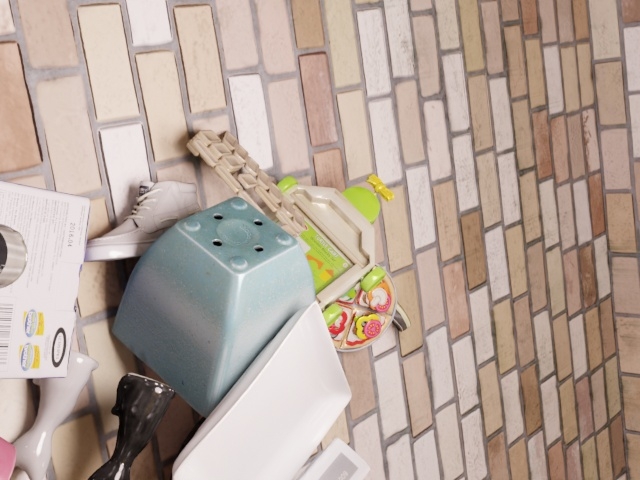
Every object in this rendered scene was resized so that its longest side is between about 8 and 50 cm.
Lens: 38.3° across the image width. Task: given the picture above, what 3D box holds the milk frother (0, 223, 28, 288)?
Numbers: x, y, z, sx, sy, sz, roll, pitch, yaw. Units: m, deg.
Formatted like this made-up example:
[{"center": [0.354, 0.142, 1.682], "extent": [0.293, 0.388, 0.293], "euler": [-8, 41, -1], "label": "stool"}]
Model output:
[{"center": [-0.433, -0.003, 1.076], "extent": [0.129, 0.135, 0.143], "euler": [-25, 88, -5], "label": "milk frother"}]

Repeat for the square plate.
[{"center": [-0.089, 0.304, 1.503], "extent": [0.347, 0.049, 0.344], "euler": [-50, 149, -22], "label": "square plate"}]

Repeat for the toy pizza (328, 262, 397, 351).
[{"center": [0.073, 0.138, 1.912], "extent": [0.201, 0.032, 0.201], "euler": [-6, 105, -22], "label": "toy pizza"}]

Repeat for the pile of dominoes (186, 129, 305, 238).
[{"center": [-0.130, -0.090, 1.621], "extent": [0.251, 0.040, 0.196], "euler": [49, 16, 4], "label": "pile of dominoes"}]

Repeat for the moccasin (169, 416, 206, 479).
[{"center": [-0.186, 0.465, 1.624], "extent": [0.147, 0.139, 0.380], "euler": [35, 62, -55], "label": "moccasin"}]

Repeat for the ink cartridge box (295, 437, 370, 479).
[{"center": [-0.094, 0.539, 1.631], "extent": [0.091, 0.385, 0.308], "euler": [42, 52, 5], "label": "ink cartridge box"}]

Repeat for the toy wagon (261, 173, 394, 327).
[{"center": [0.000, 0.000, 1.727], "extent": [0.344, 0.068, 0.267], "euler": [-38, 76, -26], "label": "toy wagon"}]

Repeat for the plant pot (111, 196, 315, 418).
[{"center": [-0.154, 0.080, 1.490], "extent": [0.247, 0.248, 0.252], "euler": [-28, 146, -44], "label": "plant pot"}]

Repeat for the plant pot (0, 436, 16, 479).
[{"center": [-0.534, 0.309, 1.208], "extent": [0.180, 0.201, 0.201], "euler": [42, 60, -23], "label": "plant pot"}]

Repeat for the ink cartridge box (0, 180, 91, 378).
[{"center": [-0.470, 0.051, 1.249], "extent": [0.395, 0.151, 0.270], "euler": [11, 85, -58], "label": "ink cartridge box"}]

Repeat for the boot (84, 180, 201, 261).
[{"center": [-0.297, -0.037, 1.531], "extent": [0.258, 0.095, 0.123], "euler": [-13, 95, -55], "label": "boot"}]

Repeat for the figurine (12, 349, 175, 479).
[{"center": [-0.360, 0.289, 1.406], "extent": [0.092, 0.215, 0.209], "euler": [100, 11, -75], "label": "figurine"}]

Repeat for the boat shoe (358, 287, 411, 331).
[{"center": [0.113, 0.127, 1.990], "extent": [0.073, 0.080, 0.223], "euler": [-43, 121, -6], "label": "boat shoe"}]
